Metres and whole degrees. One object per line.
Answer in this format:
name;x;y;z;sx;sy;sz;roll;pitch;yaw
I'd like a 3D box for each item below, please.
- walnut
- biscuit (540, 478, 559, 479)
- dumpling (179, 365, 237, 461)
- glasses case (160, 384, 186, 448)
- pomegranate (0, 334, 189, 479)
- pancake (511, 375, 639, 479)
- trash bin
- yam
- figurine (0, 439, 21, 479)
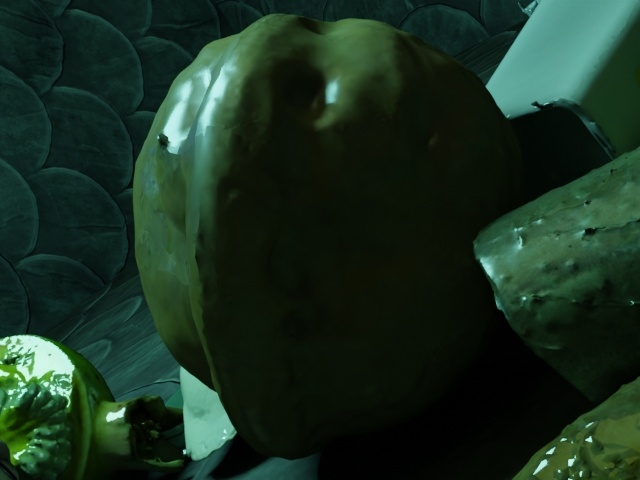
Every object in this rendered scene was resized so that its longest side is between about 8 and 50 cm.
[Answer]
walnut;0.007;-0.013;0.761;0.384;0.383;0.383;-32;12;8
biscuit;0.052;0.203;0.372;0.232;0.013;0.237;-42;8;-6
dumpling;-0.076;0.139;0.957;0.166;0.126;0.216;-34;-7;38
glasses case;-0.157;0.205;1.121;0.078;0.039;0.184;-25;14;35
pomegranate;-0.320;0.242;0.985;0.341;0.260;0.260;-1;17;4
pancake;0.199;0.143;0.361;0.382;0.071;0.382;-34;11;8
trash bin;0.312;-0.166;0.924;0.367;0.256;0.296;-50;20;-29
yam;0.256;-0.001;0.570;0.268;0.161;0.161;-30;12;14
figurine;-0.326;0.308;0.769;0.186;0.287;0.176;0;-26;-9
